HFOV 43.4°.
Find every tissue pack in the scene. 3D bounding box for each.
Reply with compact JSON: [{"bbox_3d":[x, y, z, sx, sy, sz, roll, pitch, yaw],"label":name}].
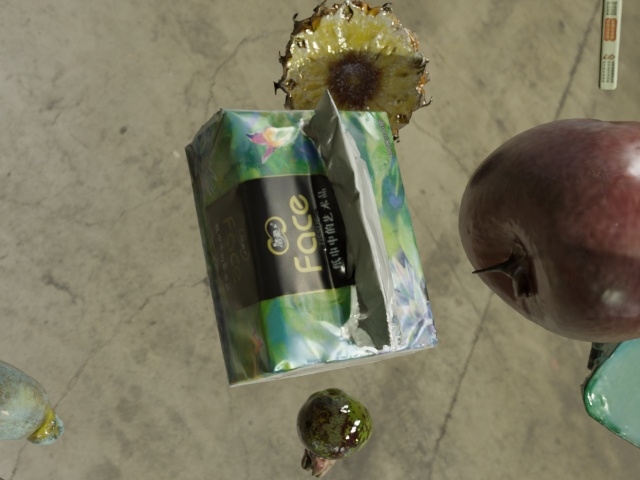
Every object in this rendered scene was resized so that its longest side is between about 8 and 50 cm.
[{"bbox_3d":[0.000,-0.001,0.345,0.085,0.079,0.110,-5,78,-30],"label":"tissue pack"}]

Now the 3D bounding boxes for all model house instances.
[{"bbox_3d":[0.612,0.247,1.499,0.281,0.230,0.249,34,8,-4],"label":"model house"}]

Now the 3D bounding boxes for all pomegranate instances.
[{"bbox_3d":[0.009,0.325,1.382,0.125,0.163,0.138,51,21,5],"label":"pomegranate"}]

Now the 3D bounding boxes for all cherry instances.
[{"bbox_3d":[0.287,-0.019,0.820,0.308,0.261,0.221,-15,114,-23],"label":"cherry"}]

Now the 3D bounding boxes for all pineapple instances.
[{"bbox_3d":[0.042,-0.201,1.023,0.221,0.221,0.047,41,15,-17],"label":"pineapple"}]

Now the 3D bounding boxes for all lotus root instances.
[{"bbox_3d":[-0.535,0.252,1.287,0.322,0.158,0.139,31,56,-54],"label":"lotus root"}]

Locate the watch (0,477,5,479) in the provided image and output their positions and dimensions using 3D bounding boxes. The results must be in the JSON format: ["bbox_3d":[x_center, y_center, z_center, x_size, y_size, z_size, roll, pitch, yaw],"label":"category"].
[{"bbox_3d":[-0.380,0.333,0.807,0.068,0.193,0.206,44,72,-36],"label":"watch"}]

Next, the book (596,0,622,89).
[{"bbox_3d":[0.360,-0.346,0.983,0.202,0.027,0.264,-60,148,-51],"label":"book"}]
